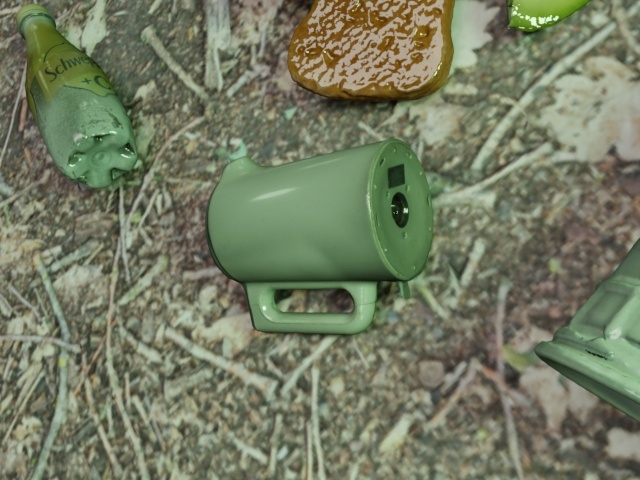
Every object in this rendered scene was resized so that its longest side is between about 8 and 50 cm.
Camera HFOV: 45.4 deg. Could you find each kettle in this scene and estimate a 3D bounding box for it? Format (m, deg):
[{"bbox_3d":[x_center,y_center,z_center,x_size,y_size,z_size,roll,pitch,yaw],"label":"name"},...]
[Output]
[{"bbox_3d":[0.002,-0.005,0.567,0.148,0.126,0.098,-7,38,32],"label":"kettle"}]

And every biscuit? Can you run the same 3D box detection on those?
[{"bbox_3d":[0.019,-0.203,0.626,0.186,0.036,0.192,0,80,18],"label":"biscuit"}]

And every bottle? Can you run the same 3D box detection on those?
[{"bbox_3d":[-0.262,-0.162,0.779,0.083,0.083,0.269,-43,55,12],"label":"bottle"}]

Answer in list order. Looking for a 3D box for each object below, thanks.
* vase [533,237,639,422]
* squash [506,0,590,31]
[{"bbox_3d":[0.248,-0.033,0.391,0.143,0.143,0.298,30,88,35],"label":"vase"},{"bbox_3d":[0.207,-0.277,0.516,0.169,0.093,0.252,139,141,-70],"label":"squash"}]
